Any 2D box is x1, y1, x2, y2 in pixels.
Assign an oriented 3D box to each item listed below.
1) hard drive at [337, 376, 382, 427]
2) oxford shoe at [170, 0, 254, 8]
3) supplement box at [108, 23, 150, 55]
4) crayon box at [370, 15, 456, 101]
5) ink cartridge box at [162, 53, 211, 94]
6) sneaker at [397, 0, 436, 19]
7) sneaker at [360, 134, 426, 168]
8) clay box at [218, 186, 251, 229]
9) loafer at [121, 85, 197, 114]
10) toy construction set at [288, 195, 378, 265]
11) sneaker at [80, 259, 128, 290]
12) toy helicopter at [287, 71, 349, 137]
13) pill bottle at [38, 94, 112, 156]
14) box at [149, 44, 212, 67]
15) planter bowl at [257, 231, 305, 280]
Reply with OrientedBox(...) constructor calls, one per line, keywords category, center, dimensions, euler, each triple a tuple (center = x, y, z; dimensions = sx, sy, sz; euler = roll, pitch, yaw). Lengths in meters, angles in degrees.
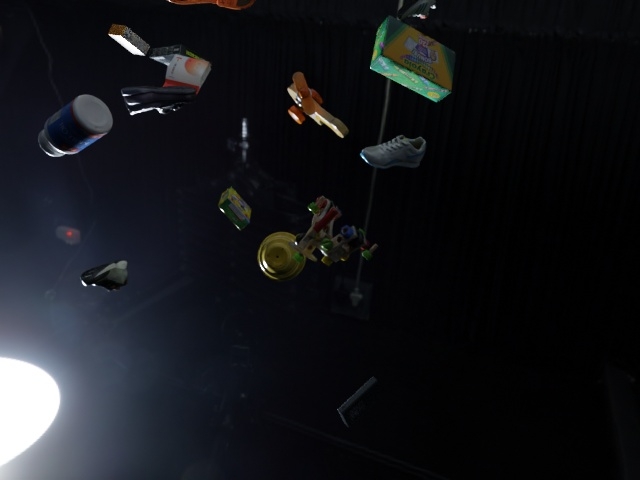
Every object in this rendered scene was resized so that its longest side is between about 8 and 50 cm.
OrientedBox(category="hard drive", center=(0.114, 0.452, 1.414), dimensions=(0.135, 0.094, 0.022), euler=(-38, -133, -17))
OrientedBox(category="oxford shoe", center=(-0.365, -0.766, 1.479), dimensions=(0.363, 0.130, 0.133), euler=(11, -142, -12))
OrientedBox(category="supplement box", center=(-0.562, -0.590, 1.488), dimensions=(0.062, 0.036, 0.098), euler=(20, 174, 30))
OrientedBox(category="crayon box", center=(0.311, -0.599, 1.679), dimensions=(0.278, 0.165, 0.081), euler=(19, 159, -21))
OrientedBox(category="ink cartridge box", center=(-0.513, -0.612, 1.896), dimensions=(0.145, 0.045, 0.179), euler=(15, -119, 8))
OrientedBox(category="sneaker", center=(0.330, -0.775, 1.701), dimensions=(0.161, 0.075, 0.057), euler=(-42, -147, -14))
OrientedBox(category="sneaker", center=(0.229, -0.284, 1.590), dimensions=(0.228, 0.092, 0.087), euler=(-8, -133, -29))
OrientedBox(category="clay box", center=(-0.332, -0.134, 1.984), dimensions=(0.053, 0.127, 0.222), euler=(-37, -161, 9))
OrientedBox(category="loafer", center=(-0.526, -0.461, 1.674), dimensions=(0.302, 0.095, 0.109), euler=(10, -154, 26))
OrientedBox(category="toy construction set", center=(0.000, 0.000, 1.685), dimensions=(0.257, 0.237, 0.309), euler=(47, -173, 20))
OrientedBox(category="sneaker", center=(-0.779, 0.137, 1.863), dimensions=(0.100, 0.108, 0.271), euler=(-16, -178, 5))
OrientedBox(category="toy helicopter", center=(-0.013, -0.543, 2.077), dimensions=(0.355, 0.140, 0.235), euler=(44, 176, 30))
OrientedBox(category="pill bottle", center=(-0.734, -0.332, 1.502), dimensions=(0.221, 0.124, 0.124), euler=(-20, -173, 31))
OrientedBox(category="box", center=(-0.591, -0.770, 2.150), dimensions=(0.190, 0.045, 0.184), euler=(8, -178, 31))
OrientedBox(category="planter bowl", center=(-0.177, 0.070, 2.177), dimensions=(0.217, 0.217, 0.090), euler=(8, 180, 8))
